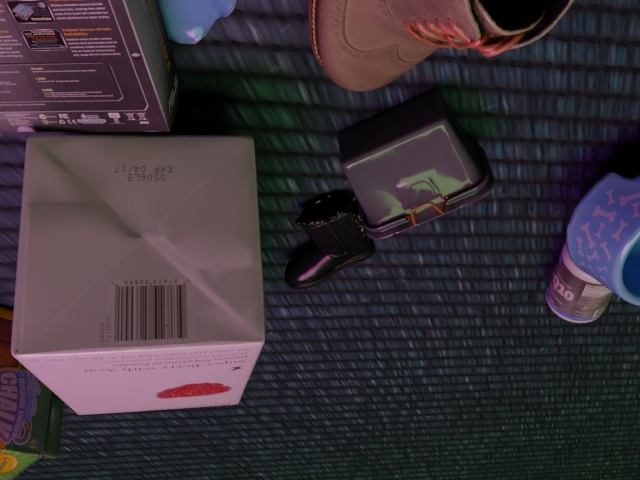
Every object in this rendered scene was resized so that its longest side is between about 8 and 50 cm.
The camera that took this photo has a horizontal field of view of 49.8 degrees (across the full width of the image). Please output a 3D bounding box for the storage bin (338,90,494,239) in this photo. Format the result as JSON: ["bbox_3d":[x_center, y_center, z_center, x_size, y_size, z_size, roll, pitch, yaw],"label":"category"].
[{"bbox_3d":[0.083,-0.072,0.656,0.135,0.098,0.091,-23,130,18],"label":"storage bin"}]

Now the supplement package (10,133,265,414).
[{"bbox_3d":[-0.154,0.050,0.635,0.177,0.175,0.293,-2,159,-11],"label":"supplement package"}]

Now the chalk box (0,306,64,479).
[{"bbox_3d":[-0.431,0.188,0.819,0.179,0.180,0.289,-34,137,31],"label":"chalk box"}]

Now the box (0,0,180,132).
[{"bbox_3d":[-0.231,-0.154,0.474,0.231,0.056,0.183,-1,146,4],"label":"box"}]

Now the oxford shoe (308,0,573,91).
[{"bbox_3d":[0.076,-0.165,0.433,0.123,0.130,0.348,0,165,-18],"label":"oxford shoe"}]

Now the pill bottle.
[{"bbox_3d":[0.330,0.036,0.850,0.078,0.078,0.137,-7,143,-2],"label":"pill bottle"}]

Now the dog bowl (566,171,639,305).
[{"bbox_3d":[0.394,-0.048,0.694,0.166,0.074,0.297,33,113,-32],"label":"dog bowl"}]

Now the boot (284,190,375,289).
[{"bbox_3d":[0.000,0.001,0.766,0.121,0.045,0.099,-24,143,8],"label":"boot"}]

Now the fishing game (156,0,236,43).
[{"bbox_3d":[-0.141,-0.210,0.469,0.189,0.041,0.264,15,143,-17],"label":"fishing game"}]
